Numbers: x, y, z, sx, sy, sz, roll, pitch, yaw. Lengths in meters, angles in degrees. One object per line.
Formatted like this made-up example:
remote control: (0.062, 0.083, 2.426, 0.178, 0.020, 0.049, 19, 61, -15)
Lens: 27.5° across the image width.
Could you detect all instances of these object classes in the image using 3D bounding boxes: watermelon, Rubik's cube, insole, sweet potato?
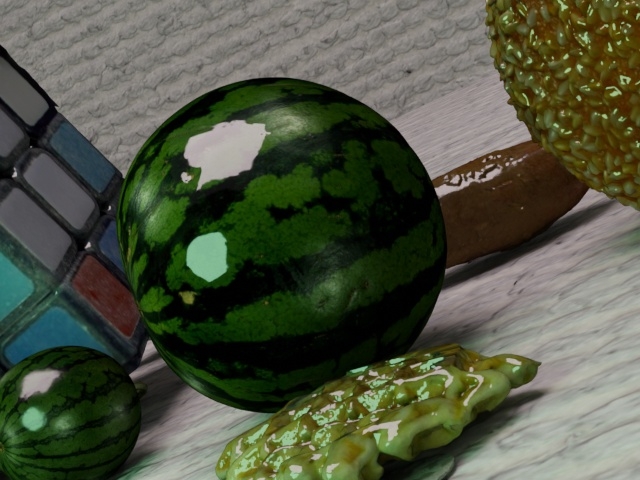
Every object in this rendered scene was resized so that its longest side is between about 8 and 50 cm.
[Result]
watermelon: (-0.232, 0.163, 1.252, 0.140, 0.141, 0.187, -20, 4, 40)
Rubik's cube: (-0.410, 0.046, 1.494, 0.359, 0.363, 0.362, -38, 16, 15)
insole: (0.001, 0.185, 0.828, 0.193, 0.006, 0.065, -29, 8, -11)
watermelon: (-0.035, 0.003, 1.105, 0.285, 0.285, 0.285, -26, 8, 4)
sweet potato: (0.121, -0.008, 1.345, 0.385, 0.109, 0.109, -29, 7, 13)

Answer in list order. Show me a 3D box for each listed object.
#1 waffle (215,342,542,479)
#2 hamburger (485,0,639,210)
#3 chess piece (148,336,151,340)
waffle: (0.026, 0.127, 0.927, 0.204, 0.054, 0.223, -30, 6, -25)
hamburger: (0.310, -0.187, 1.092, 0.330, 0.330, 0.250, -18, 11, 46)
chess piece: (-0.294, 0.139, 1.747, 0.271, 0.139, 0.139, -39, 9, -3)
